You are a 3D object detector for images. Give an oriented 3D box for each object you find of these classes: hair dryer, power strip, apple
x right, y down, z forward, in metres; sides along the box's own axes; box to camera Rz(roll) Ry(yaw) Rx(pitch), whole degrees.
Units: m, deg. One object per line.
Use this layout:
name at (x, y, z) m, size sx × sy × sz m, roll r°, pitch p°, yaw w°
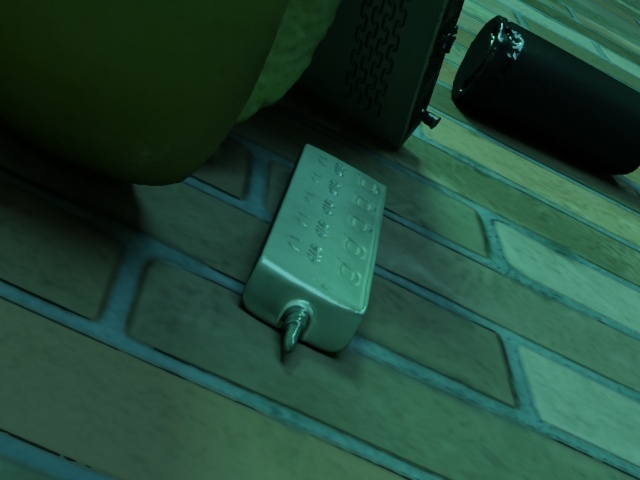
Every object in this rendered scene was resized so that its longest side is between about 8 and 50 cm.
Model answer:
hair dryer at (0.210, -0.166, 1.294) m, size 0.197 × 0.089 × 0.251 m, roll 22°, pitch 17°, yaw -19°
power strip at (0.000, 0.000, 0.723) m, size 0.060 × 0.027 × 0.252 m, roll 28°, pitch 22°, yaw -5°
apple at (-0.101, -0.182, 0.669) m, size 0.233 × 0.257 × 0.295 m, roll 22°, pitch 33°, yaw 2°

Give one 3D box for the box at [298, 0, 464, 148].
box at (0.017, -0.191, 0.895) m, size 0.211 × 0.270 × 0.045 m, roll 34°, pitch 64°, yaw 12°
